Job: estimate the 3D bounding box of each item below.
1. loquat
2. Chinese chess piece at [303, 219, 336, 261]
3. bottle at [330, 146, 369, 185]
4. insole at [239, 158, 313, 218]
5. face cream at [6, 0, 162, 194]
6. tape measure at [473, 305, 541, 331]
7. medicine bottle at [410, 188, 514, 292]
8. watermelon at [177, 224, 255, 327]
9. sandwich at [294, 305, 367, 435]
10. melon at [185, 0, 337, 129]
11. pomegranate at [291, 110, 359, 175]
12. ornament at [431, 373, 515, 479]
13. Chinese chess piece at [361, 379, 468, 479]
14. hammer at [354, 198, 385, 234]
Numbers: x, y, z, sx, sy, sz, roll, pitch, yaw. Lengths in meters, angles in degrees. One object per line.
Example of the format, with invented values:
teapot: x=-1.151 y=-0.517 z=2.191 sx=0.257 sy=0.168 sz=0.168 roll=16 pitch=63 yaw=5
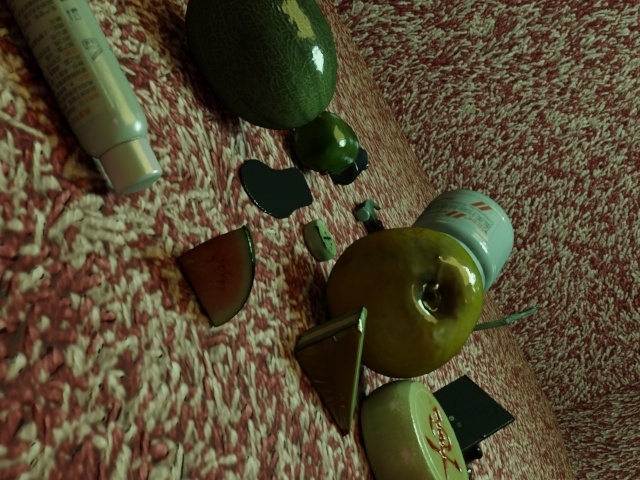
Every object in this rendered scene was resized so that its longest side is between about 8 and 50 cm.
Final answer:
loquat: x=0.143 y=0.109 z=1.295 sx=0.275 sy=0.274 sz=0.275 roll=54 pitch=18 yaw=-28
Chinese chess piece: x=0.000 y=0.000 z=1.411 sx=0.084 sy=0.034 sz=0.084 roll=56 pitch=17 yaw=-27
bottle: x=0.080 y=-0.196 z=1.888 sx=0.082 sy=0.072 sz=0.244 roll=33 pitch=18 yaw=0
insole: x=-0.076 y=-0.098 z=1.379 sx=0.119 sy=0.009 sz=0.348 roll=65 pitch=17 yaw=1
face cream: x=-0.258 y=-0.177 z=0.810 sx=0.269 sy=0.081 sz=0.082 roll=63 pitch=16 yaw=-2
tape measure: x=0.264 y=0.146 z=1.471 sx=0.084 sy=0.330 sz=0.164 roll=59 pitch=15 yaw=-23
medicine bottle: x=0.319 y=0.043 z=1.813 sx=0.245 sy=0.245 sz=0.306 roll=58 pitch=47 yaw=-18
watermelon: x=-0.127 y=0.023 z=0.903 sx=0.094 sy=0.135 sz=0.125 roll=16 pitch=40 yaw=-17
sandwich: x=0.051 y=0.199 z=1.118 sx=0.163 sy=0.113 sz=0.079 roll=61 pitch=16 yaw=-11
melon: x=-0.095 y=-0.331 z=1.267 sx=0.302 sy=0.237 sz=0.237 roll=56 pitch=18 yaw=-25
pomegranate: x=-0.007 y=-0.228 z=1.608 sx=0.191 sy=0.131 sz=0.152 roll=47 pitch=12 yaw=31
ornament: x=0.286 y=0.427 z=1.530 sx=0.153 sy=0.166 sz=0.196 roll=39 pitch=-38 yaw=47
Chinese chess piece: x=0.163 y=0.359 z=1.245 sx=0.251 sy=0.097 sz=0.251 roll=54 pitch=20 yaw=-29
hammer: x=0.161 y=-0.001 z=1.899 sx=0.227 sy=0.041 sz=0.159 roll=61 pitch=18 yaw=-5
